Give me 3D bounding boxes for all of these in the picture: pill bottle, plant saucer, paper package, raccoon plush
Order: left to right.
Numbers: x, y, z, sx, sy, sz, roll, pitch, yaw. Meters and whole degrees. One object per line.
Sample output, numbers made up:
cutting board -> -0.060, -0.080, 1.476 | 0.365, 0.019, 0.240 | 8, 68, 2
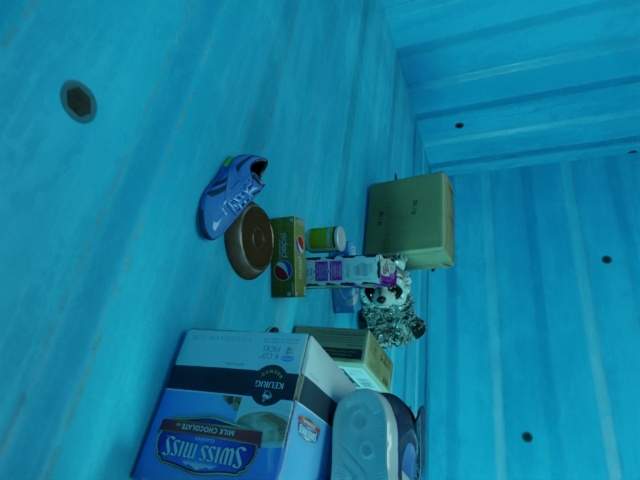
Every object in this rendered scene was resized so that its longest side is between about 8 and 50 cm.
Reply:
plant saucer -> -0.137, -0.003, 0.942 | 0.168, 0.029, 0.168 | -4, 90, -68
pill bottle -> 0.000, 0.000, 1.154 | 0.065, 0.116, 0.065 | -5, 90, -68
raccoon plush -> 0.194, 0.166, 1.562 | 0.446, 0.216, 0.299 | -135, -147, -79
paper package -> 0.333, -0.064, 1.716 | 0.168, 0.310, 0.324 | 44, 46, -52

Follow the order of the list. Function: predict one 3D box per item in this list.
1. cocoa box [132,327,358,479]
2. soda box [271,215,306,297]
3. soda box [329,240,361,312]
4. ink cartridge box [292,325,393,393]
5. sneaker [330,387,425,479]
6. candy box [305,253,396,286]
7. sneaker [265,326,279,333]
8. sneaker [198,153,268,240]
cocoa box -> -0.075, 0.324, 0.758 | 0.347, 0.232, 0.227 | 59, 37, -48
soda box -> -0.073, 0.039, 1.044 | 0.058, 0.061, 0.181 | 16, 71, -66
soda box -> 0.074, 0.109, 1.378 | 0.071, 0.067, 0.210 | -5, 90, -68
ink cartridge box -> 0.058, 0.297, 1.136 | 0.234, 0.193, 0.088 | 55, 39, -49
sneaker -> 0.096, 0.398, 0.691 | 0.236, 0.130, 0.322 | 46, 44, -51
candy box -> 0.053, 0.079, 1.114 | 0.159, 0.234, 0.071 | 21, 67, -66
sneaker -> -0.102, 0.213, 0.973 | 0.083, 0.035, 0.031 | -54, 136, -57
sneaker -> -0.155, -0.088, 0.849 | 0.069, 0.082, 0.209 | 66, 30, -42
